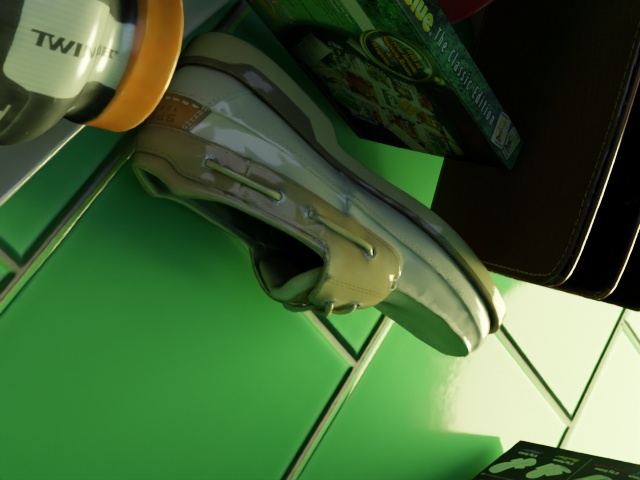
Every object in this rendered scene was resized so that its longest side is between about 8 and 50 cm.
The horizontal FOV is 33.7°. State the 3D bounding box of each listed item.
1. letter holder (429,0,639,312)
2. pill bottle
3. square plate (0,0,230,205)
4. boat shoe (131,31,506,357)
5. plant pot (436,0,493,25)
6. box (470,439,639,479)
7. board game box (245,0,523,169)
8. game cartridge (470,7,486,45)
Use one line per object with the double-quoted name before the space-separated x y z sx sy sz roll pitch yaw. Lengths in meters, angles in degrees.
"letter holder" 0.218 -0.107 0.763 0.152 0.214 0.301 15 90 -20
"pill bottle" -0.184 -0.117 0.468 0.246 0.130 0.130 12 81 -40
"square plate" -0.209 -0.218 0.567 0.347 0.049 0.344 -50 119 -31
"boat shoe" 0.000 0.000 0.712 0.302 0.113 0.103 40 67 -23
"plant pot" 0.065 -0.256 0.714 0.174 0.191 0.191 49 59 -26
"box" 0.205 0.309 0.840 0.142 0.163 0.247 -28 107 -34
"board game box" 0.024 -0.131 0.667 0.030 0.136 0.260 -60 141 -12
"game cartridge" 0.221 -0.214 0.938 0.230 0.068 0.355 -25 105 -43
